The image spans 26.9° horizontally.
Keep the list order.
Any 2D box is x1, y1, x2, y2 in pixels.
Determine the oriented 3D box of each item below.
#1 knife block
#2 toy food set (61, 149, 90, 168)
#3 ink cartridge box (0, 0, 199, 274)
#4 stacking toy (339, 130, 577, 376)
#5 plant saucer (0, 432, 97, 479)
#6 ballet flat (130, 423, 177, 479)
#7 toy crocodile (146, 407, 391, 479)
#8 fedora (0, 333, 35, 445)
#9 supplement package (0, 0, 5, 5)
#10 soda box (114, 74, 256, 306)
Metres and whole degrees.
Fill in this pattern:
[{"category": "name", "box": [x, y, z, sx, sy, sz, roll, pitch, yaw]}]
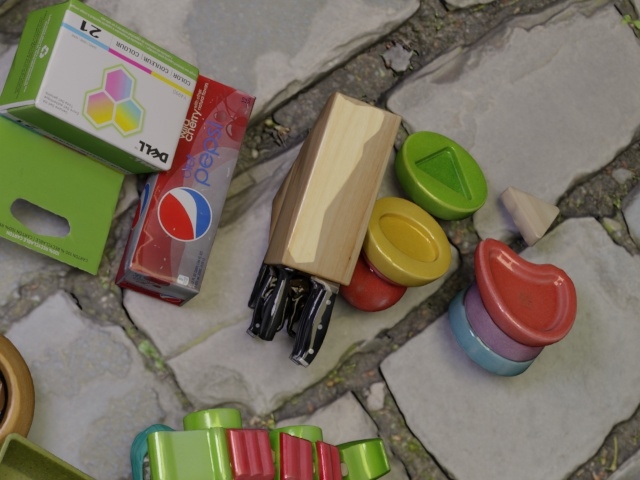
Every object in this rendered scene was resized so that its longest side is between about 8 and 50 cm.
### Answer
[{"category": "knife block", "box": [0.000, 0.000, 1.564, 0.088, 0.276, 0.242, 19, 40, -15]}, {"category": "toy food set", "box": [-0.296, -0.148, 1.579, 0.128, 0.071, 0.218, 35, 67, -9]}, {"category": "ink cartridge box", "box": [-0.265, -0.111, 1.504, 0.188, 0.097, 0.255, 26, 71, -37]}, {"category": "stacking toy", "box": [0.168, 0.024, 1.716, 0.309, 0.130, 0.280, 30, 41, -14]}, {"category": "plant saucer", "box": [-0.308, 0.323, 1.408, 0.188, 0.045, 0.188, 42, 56, -40]}, {"category": "ballet flat", "box": [-0.162, 0.326, 1.490, 0.083, 0.087, 0.247, -10, 79, -18]}, {"category": "toy crocodile", "box": [-0.056, 0.253, 1.501, 0.340, 0.105, 0.115, 17, 58, -45]}, {"category": "fedora", "box": [-0.406, 0.182, 1.443, 0.194, 0.079, 0.194, 3, 78, -15]}, {"category": "supplement package", "box": [-0.459, -0.405, 1.530, 0.293, 0.177, 0.175, 40, 65, -7]}, {"category": "soda box", "box": [-0.162, -0.062, 1.599, 0.092, 0.083, 0.263, 20, 69, -15]}]
